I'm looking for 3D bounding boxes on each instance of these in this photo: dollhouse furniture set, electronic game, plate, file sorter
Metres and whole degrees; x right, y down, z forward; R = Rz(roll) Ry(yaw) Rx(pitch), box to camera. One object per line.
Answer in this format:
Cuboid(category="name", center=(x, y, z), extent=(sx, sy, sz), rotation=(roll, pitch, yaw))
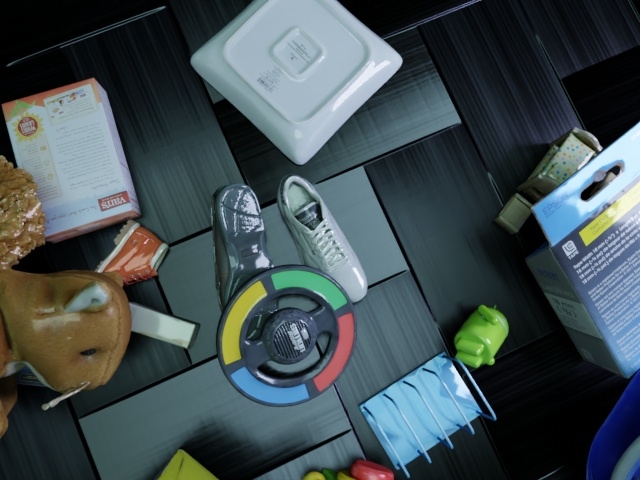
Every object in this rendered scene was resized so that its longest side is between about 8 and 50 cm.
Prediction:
Cuboid(category="dollhouse furniture set", center=(0.423, -0.063, 0.974), extent=(0.161, 0.101, 0.182), rotation=(38, 81, 2))
Cuboid(category="electronic game", center=(-0.049, 0.150, 0.906), extent=(0.229, 0.048, 0.230), rotation=(-3, 100, -20))
Cuboid(category="plate", center=(-0.040, -0.319, 1.009), extent=(0.277, 0.045, 0.278), rotation=(43, 82, 2))
Cuboid(category="file sorter", center=(0.167, 0.272, 0.910), extent=(0.170, 0.104, 0.118), rotation=(-31, 85, -7))

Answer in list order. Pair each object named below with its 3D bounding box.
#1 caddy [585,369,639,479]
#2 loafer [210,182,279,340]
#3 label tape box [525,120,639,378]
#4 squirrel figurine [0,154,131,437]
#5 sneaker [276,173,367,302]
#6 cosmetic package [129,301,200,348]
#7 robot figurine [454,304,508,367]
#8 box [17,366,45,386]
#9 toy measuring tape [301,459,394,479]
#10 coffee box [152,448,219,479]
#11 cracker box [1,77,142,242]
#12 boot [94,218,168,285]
Cuboid(category="caddy", center=(0.512, 0.328, 0.828), extent=(0.179, 0.241, 0.342), rotation=(13, 116, -7))
Cuboid(category="loafer", center=(-0.130, 0.042, 0.942), extent=(0.096, 0.084, 0.268), rotation=(-9, 97, -31))
Cuboid(category="label tape box", center=(0.465, 0.010, 0.917), extent=(0.240, 0.106, 0.334), rotation=(-37, 105, -8))
Cuboid(category="squirrel figurine", center=(-0.454, 0.069, 0.763), extent=(0.370, 0.281, 0.397), rotation=(-11, 89, -10))
Cuboid(category="sneaker", center=(0.000, 0.000, 0.942), extent=(0.090, 0.095, 0.235), rotation=(-34, 88, -10))
Cuboid(category="cosmetic package", center=(-0.255, 0.135, 0.924), extent=(0.115, 0.060, 0.041), rotation=(18, 82, 0))
Cuboid(category="robot figurine", center=(0.261, 0.154, 0.939), extent=(0.067, 0.101, 0.115), rotation=(16, 38, 35))
Cuboid(category="box", center=(-0.495, 0.140, 0.914), extent=(0.232, 0.044, 0.159), rotation=(7, 82, -3))
Cuboid(category="toy measuring tape", center=(0.129, 0.416, 0.882), extent=(0.329, 0.121, 0.122), rotation=(16, 81, -2))
Cuboid(category="coffee box", center=(-0.183, 0.533, 0.731), extent=(0.337, 0.338, 0.334), rotation=(39, 81, 1))
Cuboid(category="cracker box", center=(-0.404, -0.129, 0.947), extent=(0.155, 0.067, 0.233), rotation=(-17, 83, -4))
Cuboid(category="boot", center=(-0.312, 0.053, 0.934), extent=(0.084, 0.059, 0.158), rotation=(31, 80, -4))
